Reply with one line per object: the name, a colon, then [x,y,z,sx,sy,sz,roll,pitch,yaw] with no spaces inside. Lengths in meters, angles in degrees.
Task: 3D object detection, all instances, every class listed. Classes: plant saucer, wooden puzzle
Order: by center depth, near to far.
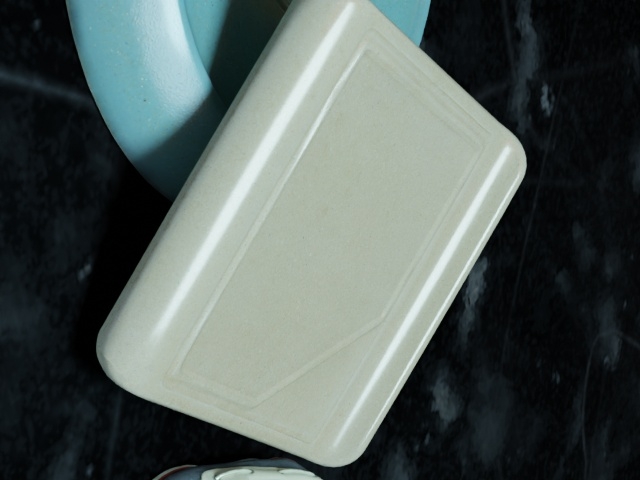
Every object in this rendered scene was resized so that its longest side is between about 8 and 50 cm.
plant saucer: [-0.017,-0.165,0.985,0.317,0.044,0.317,-16,109,-56]
wooden puzzle: [0.000,0.000,0.994,0.221,0.044,0.239,-60,146,-1]

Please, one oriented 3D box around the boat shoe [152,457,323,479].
boat shoe: [-0.048,0.142,0.989,0.137,0.043,0.049,-7,103,-55]
